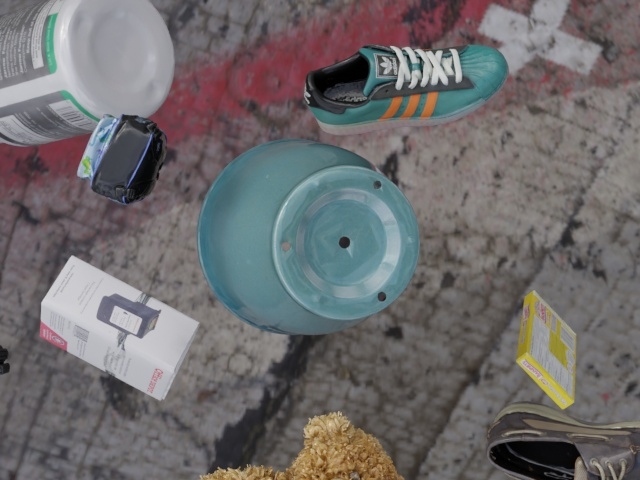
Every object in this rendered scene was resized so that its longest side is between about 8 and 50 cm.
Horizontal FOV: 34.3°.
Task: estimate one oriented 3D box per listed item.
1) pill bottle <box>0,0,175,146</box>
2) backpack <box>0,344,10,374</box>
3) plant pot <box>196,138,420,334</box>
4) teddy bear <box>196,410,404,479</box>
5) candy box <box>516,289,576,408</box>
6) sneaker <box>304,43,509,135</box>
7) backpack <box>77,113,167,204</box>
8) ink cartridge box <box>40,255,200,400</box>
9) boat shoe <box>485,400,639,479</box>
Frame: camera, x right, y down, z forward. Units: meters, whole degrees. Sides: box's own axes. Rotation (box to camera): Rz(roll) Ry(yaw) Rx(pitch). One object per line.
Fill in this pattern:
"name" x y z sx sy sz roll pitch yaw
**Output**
"pill bottle" -0.407 -0.251 1.552 0.361 0.204 0.204 -5 125 40
"backpack" -0.784 0.195 2.055 0.213 0.263 0.276 -48 120 5
"plant pot" 0.000 0.000 1.317 0.271 0.255 0.272 -1 92 -17
"teddy bear" -0.051 0.352 1.174 0.338 0.113 0.245 -23 84 -4
"candy box" 0.346 0.162 1.580 0.105 0.206 0.027 44 117 -7
"sneaker" 0.122 -0.232 1.519 0.302 0.108 0.121 -13 157 13
"backpack" -0.232 -0.101 1.238 0.084 0.114 0.105 24 93 4
"ink cartridge box" -0.330 0.148 1.703 0.237 0.100 0.172 28 152 -2
"boat shoe" 0.412 0.344 1.552 0.355 0.130 0.132 5 113 31
